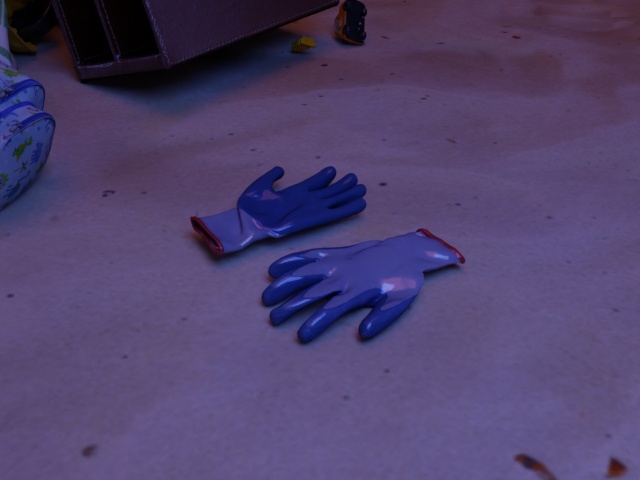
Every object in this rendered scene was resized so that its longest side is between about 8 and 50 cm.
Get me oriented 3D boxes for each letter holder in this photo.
[{"bbox_3d":[-0.143,-0.328,0.776,0.152,0.214,0.302,5,29,38],"label":"letter holder"}]

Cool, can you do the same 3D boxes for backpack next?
[{"bbox_3d":[-0.262,-0.082,0.551,0.084,0.105,0.114,27,38,-6],"label":"backpack"}]

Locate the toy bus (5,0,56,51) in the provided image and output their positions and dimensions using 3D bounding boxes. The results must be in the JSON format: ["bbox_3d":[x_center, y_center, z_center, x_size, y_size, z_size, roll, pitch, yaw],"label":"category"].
[{"bbox_3d":[-0.421,-0.331,0.797,0.212,0.149,0.220,-1,70,9],"label":"toy bus"}]

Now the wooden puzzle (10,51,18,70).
[{"bbox_3d":[-0.485,-0.122,0.600,0.323,0.080,0.347,4,36,0],"label":"wooden puzzle"}]

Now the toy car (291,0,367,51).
[{"bbox_3d":[0.007,-0.273,0.885,0.122,0.060,0.041,-17,8,-37],"label":"toy car"}]

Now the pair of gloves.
[{"bbox_3d":[0.000,0.000,0.529,0.159,0.023,0.198,-21,44,-34],"label":"pair of gloves"}]

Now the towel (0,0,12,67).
[{"bbox_3d":[-0.419,-0.256,0.606,0.248,0.038,0.324,-10,59,-28],"label":"towel"}]
